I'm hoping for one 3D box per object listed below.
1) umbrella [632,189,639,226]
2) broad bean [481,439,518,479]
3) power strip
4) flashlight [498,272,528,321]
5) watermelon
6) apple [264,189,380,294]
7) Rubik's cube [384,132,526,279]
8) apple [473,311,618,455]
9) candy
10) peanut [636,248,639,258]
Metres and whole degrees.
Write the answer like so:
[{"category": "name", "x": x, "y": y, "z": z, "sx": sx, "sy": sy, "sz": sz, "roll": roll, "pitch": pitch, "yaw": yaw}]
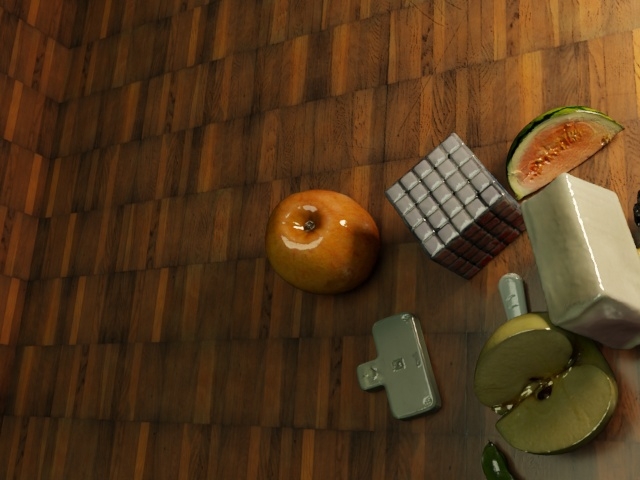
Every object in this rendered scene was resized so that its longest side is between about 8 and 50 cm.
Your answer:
[{"category": "umbrella", "x": 0.830, "y": -0.066, "z": 1.590, "sx": 0.272, "sy": 0.122, "sz": 0.110, "roll": 8, "pitch": 122, "yaw": 30}, {"category": "broad bean", "x": 0.427, "y": 0.602, "z": 1.634, "sx": 0.098, "sy": 0.056, "sz": 0.318, "roll": -40, "pitch": 53, "yaw": 44}, {"category": "power strip", "x": 0.188, "y": 0.331, "z": 1.880, "sx": 0.193, "sy": 0.059, "sz": 0.265, "roll": -22, "pitch": 63, "yaw": 20}, {"category": "flashlight", "x": 0.473, "y": 0.174, "z": 1.763, "sx": 0.093, "sy": 0.047, "sz": 0.201, "roll": -18, "pitch": 66, "yaw": 27}, {"category": "watermelon", "x": 0.564, "y": -0.256, "z": 1.800, "sx": 0.303, "sy": 0.128, "sz": 0.159, "roll": -34, "pitch": 59, "yaw": 18}, {"category": "apple", "x": 0.000, "y": 0.000, "z": 1.985, "sx": 0.298, "sy": 0.275, "sz": 0.299, "roll": -11, "pitch": 64, "yaw": 24}, {"category": "Rubik's cube", "x": 0.343, "y": -0.080, "z": 1.816, "sx": 0.238, "sy": 0.237, "sz": 0.237, "roll": -42, "pitch": 56, "yaw": 13}, {"category": "apple", "x": 0.491, "y": 0.305, "z": 1.597, "sx": 0.295, "sy": 0.233, "sz": 0.258, "roll": 51, "pitch": 120, "yaw": 16}, {"category": "candy", "x": 0.582, "y": 0.042, "z": 1.584, "sx": 0.145, "sy": 0.208, "sz": 0.359, "roll": -45, "pitch": 36, "yaw": 42}, {"category": "peanut", "x": 0.730, "y": 0.111, "z": 1.600, "sx": 0.087, "sy": 0.087, "sz": 0.207, "roll": -26, "pitch": 61, "yaw": 23}]
